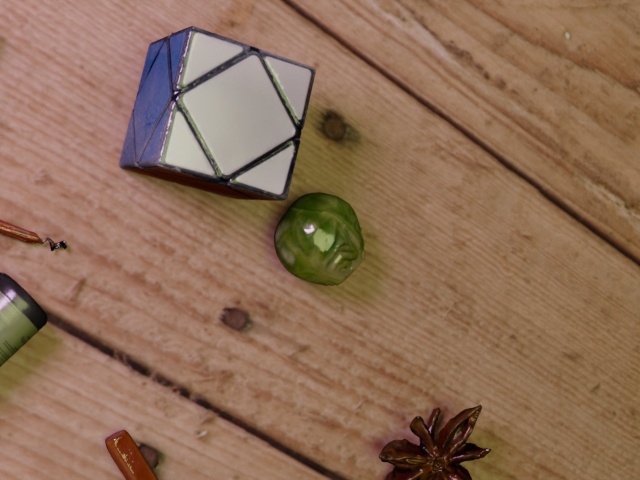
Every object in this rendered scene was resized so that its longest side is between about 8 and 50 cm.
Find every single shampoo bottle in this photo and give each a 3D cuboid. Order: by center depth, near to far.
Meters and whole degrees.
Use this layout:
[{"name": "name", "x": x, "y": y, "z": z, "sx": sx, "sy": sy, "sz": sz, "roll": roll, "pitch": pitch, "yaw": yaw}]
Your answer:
[{"name": "shampoo bottle", "x": -0.513, "y": 0.172, "z": 1.593, "sx": 0.284, "sy": 0.101, "sz": 0.101, "roll": -45, "pitch": 109, "yaw": -16}]

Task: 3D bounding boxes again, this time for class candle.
[{"name": "candle", "x": -0.447, "y": -0.014, "z": 1.660, "sx": 0.167, "sy": 0.021, "sz": 0.026, "roll": 22, "pitch": 63, "yaw": -23}]

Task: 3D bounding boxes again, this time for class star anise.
[{"name": "star anise", "x": 0.188, "y": 0.371, "z": 1.924, "sx": 0.212, "sy": 0.111, "sz": 0.196, "roll": -24, "pitch": 97, "yaw": -14}]

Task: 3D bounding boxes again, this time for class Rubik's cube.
[{"name": "Rubik's cube", "x": -0.154, "y": -0.179, "z": 1.688, "sx": 0.207, "sy": 0.205, "sz": 0.205, "roll": 14, "pitch": 87, "yaw": -24}]

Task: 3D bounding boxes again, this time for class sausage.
[{"name": "sausage", "x": -0.280, "y": 0.347, "z": 1.743, "sx": 0.041, "sy": 0.039, "sz": 0.131, "roll": -37, "pitch": 108, "yaw": -27}]

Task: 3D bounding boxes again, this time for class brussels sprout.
[{"name": "brussels sprout", "x": 0.000, "y": 0.001, "z": 1.816, "sx": 0.155, "sy": 0.117, "sz": 0.155, "roll": 3, "pitch": 82, "yaw": -20}]
